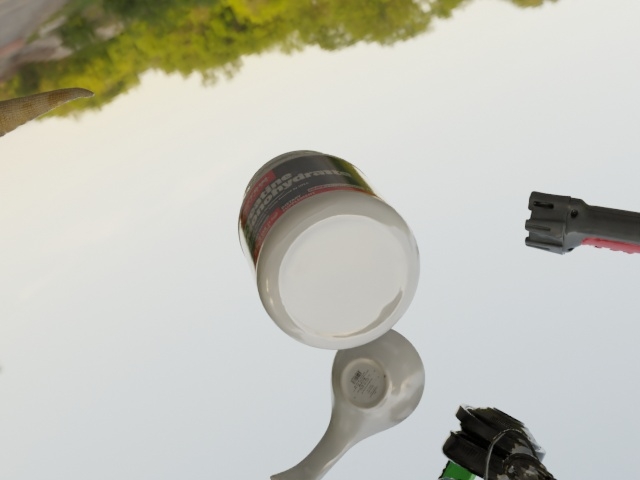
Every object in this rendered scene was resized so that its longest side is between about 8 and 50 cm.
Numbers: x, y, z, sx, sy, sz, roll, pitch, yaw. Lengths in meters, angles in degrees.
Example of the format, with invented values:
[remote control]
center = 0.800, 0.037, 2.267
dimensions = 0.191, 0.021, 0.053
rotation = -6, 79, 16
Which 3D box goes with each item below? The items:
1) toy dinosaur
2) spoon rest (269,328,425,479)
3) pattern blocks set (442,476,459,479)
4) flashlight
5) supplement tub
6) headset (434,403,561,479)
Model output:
[toy dinosaur]
center = -0.219, -0.067, 0.587
dimensions = 0.183, 0.092, 0.053
rotation = -26, 164, 1
[spoon rest]
center = 0.038, 0.238, 1.377
dimensions = 0.276, 0.137, 0.084
rotation = -54, 160, 15
[pattern blocks set]
center = 0.016, 0.290, 0.476
dimensions = 0.026, 0.285, 0.325
rotation = 12, -138, 28
[flashlight]
center = 0.451, 0.003, 1.437
dimensions = 0.304, 0.103, 0.103
rotation = 9, 175, 22
[supplement tub]
center = 0.000, 0.000, 1.234
dimensions = 0.191, 0.191, 0.272
rotation = -27, -158, -2
[headset]
center = 0.224, 0.337, 1.300
dimensions = 0.243, 0.185, 0.394
rotation = -60, 174, -24
